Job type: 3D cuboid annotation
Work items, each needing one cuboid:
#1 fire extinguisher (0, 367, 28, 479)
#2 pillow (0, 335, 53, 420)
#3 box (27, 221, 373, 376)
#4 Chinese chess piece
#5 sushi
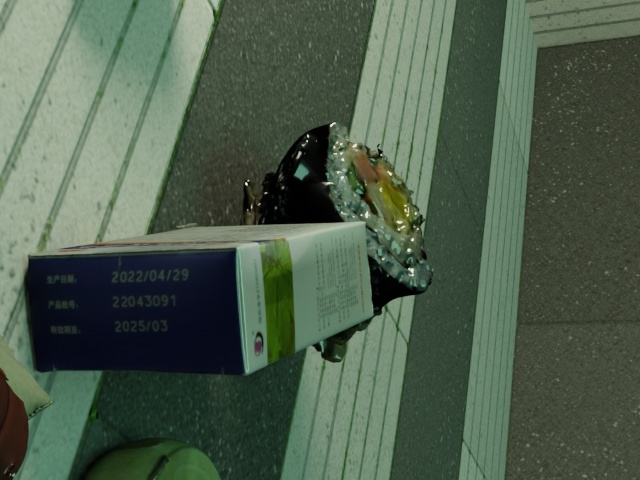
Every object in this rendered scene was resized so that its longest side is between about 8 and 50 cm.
[{"bbox_3d":[-0.210,0.004,0.362,0.105,0.104,0.269,-69,147,-45],"label":"fire extinguisher"},{"bbox_3d":[-0.263,0.094,0.650,0.134,0.078,0.181,61,26,-5],"label":"pillow"},{"bbox_3d":[-0.093,0.044,0.926,0.299,0.200,0.106,-16,102,-67],"label":"box"},{"bbox_3d":[-0.150,0.274,0.912,0.188,0.083,0.188,-6,90,-69],"label":"Chinese chess piece"},{"bbox_3d":[-0.004,0.003,1.172,0.225,0.218,0.238,48,38,-12],"label":"sushi"}]
